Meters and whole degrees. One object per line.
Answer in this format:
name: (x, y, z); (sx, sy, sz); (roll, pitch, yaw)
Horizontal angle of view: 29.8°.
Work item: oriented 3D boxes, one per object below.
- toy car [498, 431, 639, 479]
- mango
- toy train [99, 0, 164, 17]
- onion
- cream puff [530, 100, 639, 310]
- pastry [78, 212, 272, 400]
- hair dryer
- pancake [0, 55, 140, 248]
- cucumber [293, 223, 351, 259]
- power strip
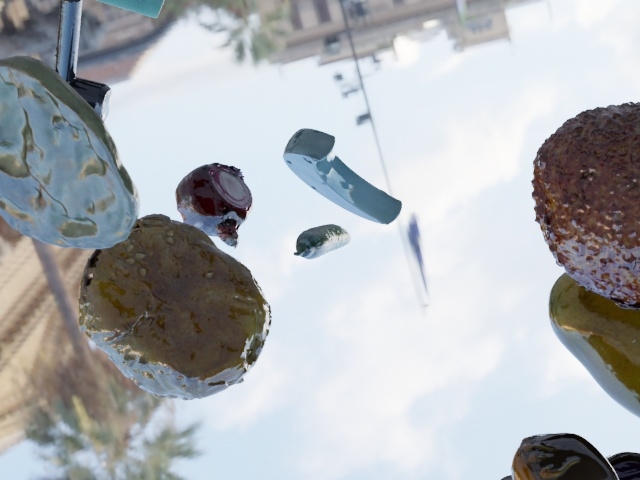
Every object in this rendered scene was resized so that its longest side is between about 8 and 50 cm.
toy car: (0.422, 0.412, 1.828); (0.340, 0.240, 0.271); (-6, -150, -14)
mango: (0.553, 0.162, 2.008); (0.264, 0.378, 0.221); (-63, -176, -30)
toy train: (-0.385, -0.512, 2.097); (0.301, 0.120, 0.202); (14, -134, -16)
onion: (-0.227, -0.058, 2.545); (0.173, 0.198, 0.135); (14, 143, -42)
cream puff: (0.475, -0.073, 1.784); (0.350, 0.229, 0.350); (0, -124, 0)
pastry: (-0.229, 0.114, 1.889); (0.255, 0.311, 0.162); (-43, 170, -17)
hair dryer: (-0.372, -0.293, 1.845); (0.114, 0.248, 0.070); (15, -142, -2)
pancake: (-0.345, -0.102, 1.508); (0.294, 0.294, 0.049); (1, -144, 38)
cucumber: (0.000, 0.000, 2.168); (0.056, 0.056, 0.250); (-8, -177, 20)
power strip: (0.027, -0.086, 1.664); (0.137, 0.216, 0.044); (20, -105, 44)
